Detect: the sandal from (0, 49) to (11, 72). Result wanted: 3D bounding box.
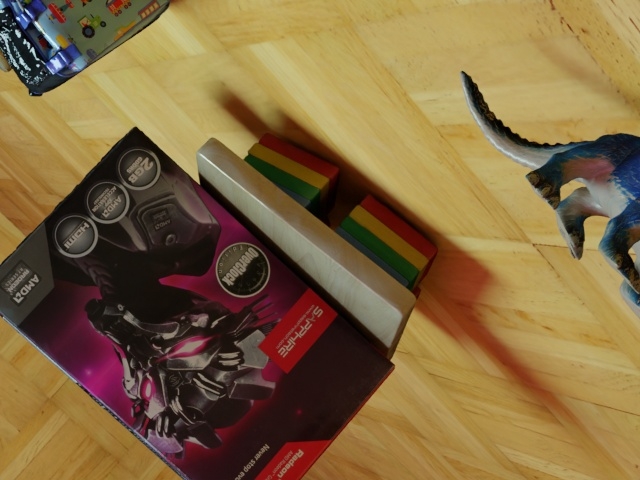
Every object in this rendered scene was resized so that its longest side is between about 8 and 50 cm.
[{"bbox_3d":[-0.502,-0.274,1.858,0.180,0.049,0.072,28,160,39],"label":"sandal"}]

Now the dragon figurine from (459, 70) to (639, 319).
[{"bbox_3d":[0.205,-0.044,0.762,0.085,0.144,0.289,52,180,-39],"label":"dragon figurine"}]

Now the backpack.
[{"bbox_3d":[-0.238,-0.242,1.162,0.173,0.158,0.117,56,153,-11],"label":"backpack"}]

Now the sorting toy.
[{"bbox_3d":[0.000,0.000,1.353,0.255,0.089,0.257,38,165,10],"label":"sorting toy"}]

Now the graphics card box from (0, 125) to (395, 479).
[{"bbox_3d":[-0.134,0.093,1.319,0.371,0.233,0.094,44,168,-5],"label":"graphics card box"}]
